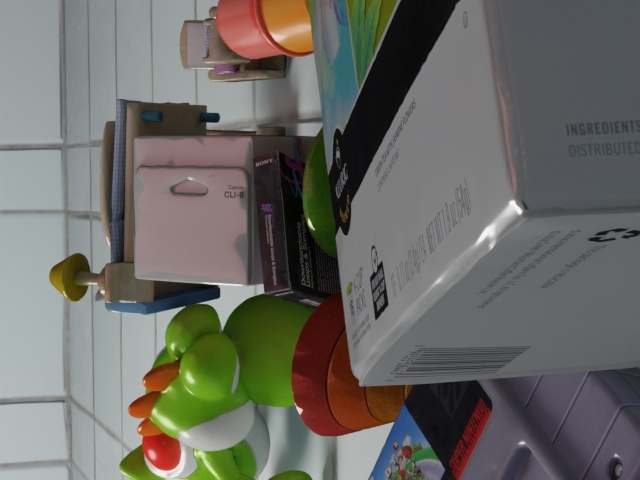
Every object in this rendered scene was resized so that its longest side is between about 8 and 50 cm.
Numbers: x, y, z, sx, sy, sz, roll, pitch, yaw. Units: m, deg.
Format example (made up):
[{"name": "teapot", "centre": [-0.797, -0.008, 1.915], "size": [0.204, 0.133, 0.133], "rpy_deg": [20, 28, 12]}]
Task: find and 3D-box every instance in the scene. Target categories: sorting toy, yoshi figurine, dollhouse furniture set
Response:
[{"name": "sorting toy", "centre": [0.069, -0.014, 1.055], "size": [0.126, 0.127, 0.366], "rpy_deg": [11, 100, 40]}, {"name": "yoshi figurine", "centre": [-0.070, 0.172, 1.376], "size": [0.203, 0.203, 0.362], "rpy_deg": [-57, -16, -30]}, {"name": "dollhouse furniture set", "centre": [-0.187, -0.091, 1.338], "size": [0.303, 0.198, 0.286], "rpy_deg": [-14, -73, -65]}]

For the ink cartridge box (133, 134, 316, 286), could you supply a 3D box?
[{"name": "ink cartridge box", "centre": [-0.065, -0.030, 1.207], "size": [0.128, 0.176, 0.127], "rpy_deg": [2, 93, 32]}]

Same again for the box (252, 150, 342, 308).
[{"name": "box", "centre": [0.000, 0.000, 1.139], "size": [0.029, 0.162, 0.116], "rpy_deg": [-14, 72, 26]}]

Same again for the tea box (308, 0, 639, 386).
[{"name": "tea box", "centre": [0.124, -0.125, 0.609], "size": [0.329, 0.220, 0.324], "rpy_deg": [116, 149, -72]}]

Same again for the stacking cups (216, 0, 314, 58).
[{"name": "stacking cups", "centre": [0.033, -0.179, 0.946], "size": [0.316, 0.096, 0.096], "rpy_deg": [-1, 90, 49]}]

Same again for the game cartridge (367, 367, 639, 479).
[{"name": "game cartridge", "centre": [0.098, 0.207, 0.898], "size": [0.230, 0.068, 0.355], "rpy_deg": [53, 127, 52]}]
